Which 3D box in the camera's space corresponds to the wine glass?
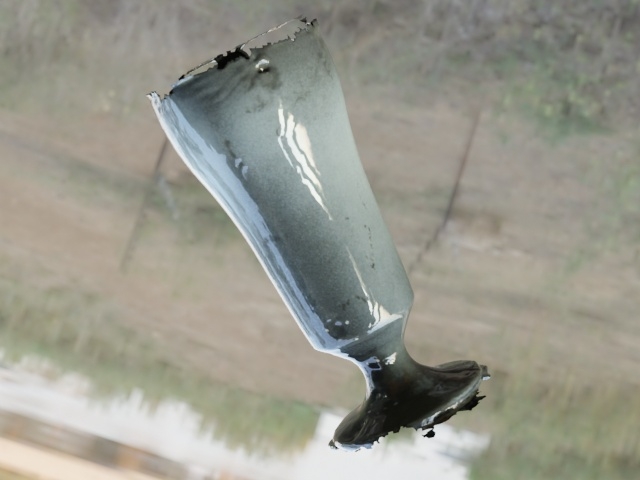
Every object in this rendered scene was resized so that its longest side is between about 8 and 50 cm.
[{"bbox_3d":[0.000,0.000,0.593,0.155,0.072,0.072,63,154,-9],"label":"wine glass"}]
